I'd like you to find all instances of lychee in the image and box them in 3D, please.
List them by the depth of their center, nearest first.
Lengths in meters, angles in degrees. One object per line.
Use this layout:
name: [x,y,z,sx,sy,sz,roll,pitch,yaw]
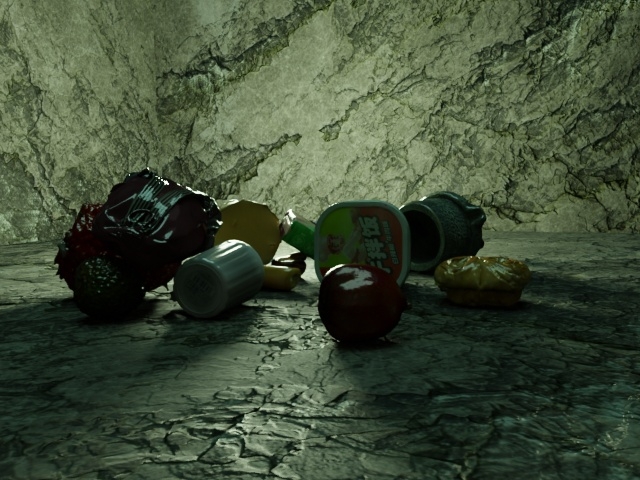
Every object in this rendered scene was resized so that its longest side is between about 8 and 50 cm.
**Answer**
lychee: [-0.493,0.113,1.430,0.171,0.171,0.171,-1,6,0]

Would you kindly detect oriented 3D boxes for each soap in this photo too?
soap: [-0.013,0.012,2.010,0.273,0.098,0.218,32,13,-16]

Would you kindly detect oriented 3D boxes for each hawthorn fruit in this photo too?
hawthorn fruit: [0.089,0.123,1.212,0.188,0.168,0.169,-3,6,-16]

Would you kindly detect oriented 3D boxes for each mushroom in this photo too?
mushroom: [-0.105,0.079,2.000,0.127,0.087,0.127,2,3,0]

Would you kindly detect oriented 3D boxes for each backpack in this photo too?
backpack: [-0.412,-0.050,1.499,0.283,0.197,0.317,26,19,1]

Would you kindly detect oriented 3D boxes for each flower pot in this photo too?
flower pot: [0.427,-0.033,2.107,0.299,0.298,0.283,5,12,43]

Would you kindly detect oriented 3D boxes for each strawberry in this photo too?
strawberry: [-0.559,0.054,1.718,0.344,0.292,0.292,24,8,3]

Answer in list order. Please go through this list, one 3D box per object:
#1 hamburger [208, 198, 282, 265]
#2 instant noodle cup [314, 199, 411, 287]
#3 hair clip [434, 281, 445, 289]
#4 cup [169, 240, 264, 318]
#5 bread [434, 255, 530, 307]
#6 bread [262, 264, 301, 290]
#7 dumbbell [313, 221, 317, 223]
hamburger: [-0.290,-0.005,2.104,0.277,0.276,0.237,-4,-6,-27]
instant noodle cup: [0.148,0.027,1.764,0.294,0.293,0.308,1,-2,16]
hair clip: [0.404,0.122,1.724,0.173,0.046,0.072,2,2,40]
cup: [-0.268,0.116,1.504,0.167,0.221,0.202,41,18,7]
bread: [0.417,0.101,1.561,0.236,0.120,0.198,2,8,24]
bread: [-0.173,0.107,1.801,0.239,0.073,0.093,4,-9,26]
dumbbell: [0.000,0.001,2.493,0.144,0.156,0.316,29,-5,-21]
